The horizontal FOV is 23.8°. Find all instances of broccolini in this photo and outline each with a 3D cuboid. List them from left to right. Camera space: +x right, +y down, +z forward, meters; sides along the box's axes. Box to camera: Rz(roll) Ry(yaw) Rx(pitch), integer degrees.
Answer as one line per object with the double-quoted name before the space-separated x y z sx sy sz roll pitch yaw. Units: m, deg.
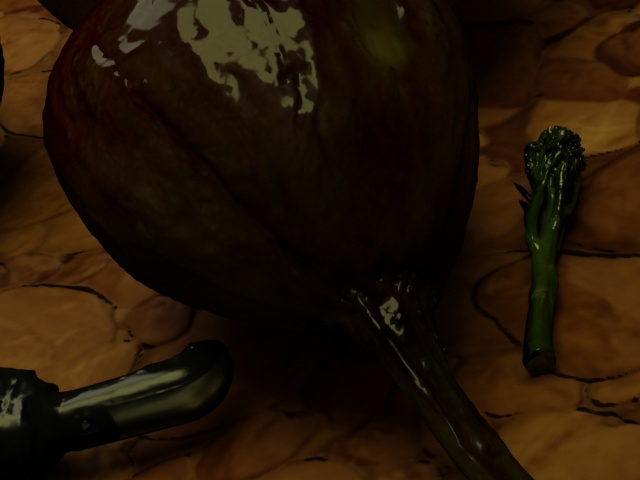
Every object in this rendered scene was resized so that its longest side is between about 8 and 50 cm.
"broccolini" 0.101 0.000 0.655 0.030 0.035 0.140 26 40 -11

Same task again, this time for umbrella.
"umbrella" -0.158 0.083 0.622 0.248 0.071 0.071 -15 35 4

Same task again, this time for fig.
"fig" 0.023 -0.022 0.613 0.290 0.190 0.191 31 56 34

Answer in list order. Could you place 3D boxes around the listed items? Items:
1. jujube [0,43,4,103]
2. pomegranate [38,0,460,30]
"jujube" -0.282 -0.093 0.826 0.250 0.174 0.174 18 48 39
"pomegranate" -0.041 -0.218 0.799 0.319 0.319 0.319 -11 35 8
